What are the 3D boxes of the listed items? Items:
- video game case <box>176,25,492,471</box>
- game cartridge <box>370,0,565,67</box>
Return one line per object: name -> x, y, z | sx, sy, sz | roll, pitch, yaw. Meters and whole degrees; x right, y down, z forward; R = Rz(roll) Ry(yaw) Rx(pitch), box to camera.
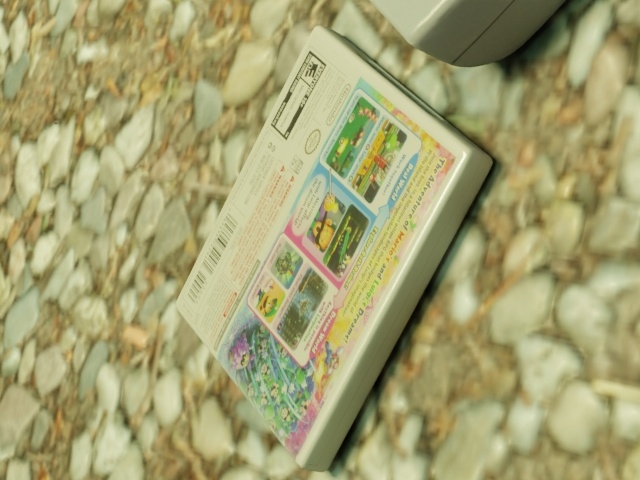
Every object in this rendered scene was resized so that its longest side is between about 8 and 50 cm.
video game case -> 0.000, 0.000, 0.778 | 0.157, 0.019, 0.143 | -62, 38, 15
game cartridge -> 0.096, -0.227, 0.706 | 0.297, 0.062, 0.198 | -59, 43, 20
